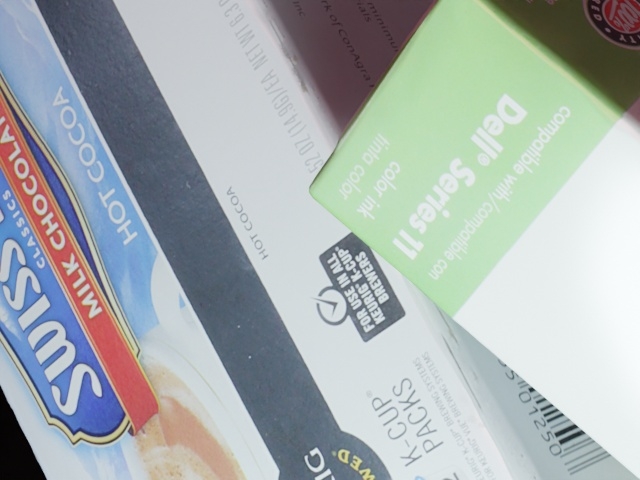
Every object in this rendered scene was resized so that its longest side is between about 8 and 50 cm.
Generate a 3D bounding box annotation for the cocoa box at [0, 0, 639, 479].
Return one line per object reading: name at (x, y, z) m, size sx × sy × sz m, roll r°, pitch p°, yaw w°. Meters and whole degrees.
cocoa box at (0.000, 0.000, 0.829) m, size 0.228 × 0.231 × 0.347 m, roll -37°, pitch 75°, yaw 36°

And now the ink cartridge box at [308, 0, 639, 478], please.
ink cartridge box at (0.198, 0.020, 0.665) m, size 0.353 × 0.207 × 0.119 m, roll 41°, pitch 133°, yaw 6°
